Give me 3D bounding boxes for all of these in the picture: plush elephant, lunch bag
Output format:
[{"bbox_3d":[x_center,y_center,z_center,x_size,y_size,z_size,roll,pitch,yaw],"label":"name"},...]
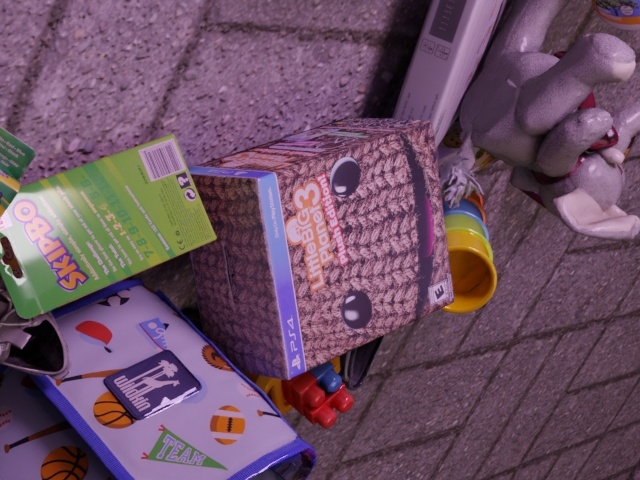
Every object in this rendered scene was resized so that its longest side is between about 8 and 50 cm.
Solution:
[{"bbox_3d":[0.325,-0.134,1.930,0.255,0.272,0.330,27,105,-29],"label":"plush elephant"},{"bbox_3d":[-0.238,0.262,1.624,0.385,0.328,0.239,-44,150,-6],"label":"lunch bag"}]

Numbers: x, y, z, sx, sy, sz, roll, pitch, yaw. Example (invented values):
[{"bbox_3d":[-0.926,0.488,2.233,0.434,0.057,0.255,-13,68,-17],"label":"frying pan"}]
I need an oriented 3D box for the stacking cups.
[{"bbox_3d":[0.178,-0.019,1.979,0.316,0.096,0.096,-84,-161,-64],"label":"stacking cups"}]

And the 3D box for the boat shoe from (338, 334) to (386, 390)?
[{"bbox_3d":[0.077,0.080,2.087,0.108,0.102,0.301,-11,133,-50],"label":"boat shoe"}]

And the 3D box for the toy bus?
[{"bbox_3d":[-0.072,0.167,1.868,0.220,0.211,0.149,-37,151,-20],"label":"toy bus"}]

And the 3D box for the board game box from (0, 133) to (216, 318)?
[{"bbox_3d":[-0.228,-0.016,1.509,0.039,0.124,0.259,-20,-177,45],"label":"board game box"}]

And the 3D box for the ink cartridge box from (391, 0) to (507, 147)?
[{"bbox_3d":[0.172,-0.251,1.870,0.239,0.060,0.275,-55,166,-53],"label":"ink cartridge box"}]

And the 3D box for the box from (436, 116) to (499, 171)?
[{"bbox_3d":[0.170,-0.119,2.017,0.324,0.067,0.063,-25,143,-37],"label":"box"}]

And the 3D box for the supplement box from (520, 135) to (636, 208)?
[{"bbox_3d":[0.393,-0.128,2.311,0.188,0.081,0.104,-18,139,-45],"label":"supplement box"}]

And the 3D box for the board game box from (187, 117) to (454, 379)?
[{"bbox_3d":[0.000,0.000,1.733,0.291,0.141,0.232,-22,109,-42],"label":"board game box"}]

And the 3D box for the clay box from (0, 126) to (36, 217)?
[{"bbox_3d":[-0.362,-0.020,1.310,0.222,0.127,0.053,-53,-164,8],"label":"clay box"}]

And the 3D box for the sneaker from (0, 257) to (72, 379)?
[{"bbox_3d":[-0.326,0.057,1.461,0.105,0.115,0.281,-50,150,-1],"label":"sneaker"}]

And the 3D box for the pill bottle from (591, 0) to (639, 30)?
[{"bbox_3d":[0.370,-0.402,1.821,0.152,0.152,0.272,-44,131,-11],"label":"pill bottle"}]
